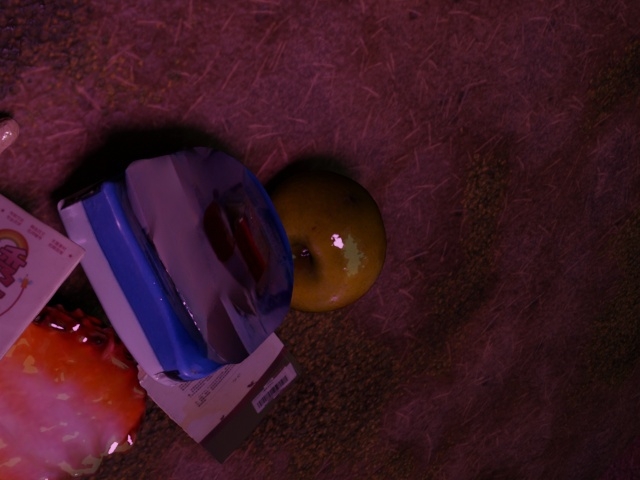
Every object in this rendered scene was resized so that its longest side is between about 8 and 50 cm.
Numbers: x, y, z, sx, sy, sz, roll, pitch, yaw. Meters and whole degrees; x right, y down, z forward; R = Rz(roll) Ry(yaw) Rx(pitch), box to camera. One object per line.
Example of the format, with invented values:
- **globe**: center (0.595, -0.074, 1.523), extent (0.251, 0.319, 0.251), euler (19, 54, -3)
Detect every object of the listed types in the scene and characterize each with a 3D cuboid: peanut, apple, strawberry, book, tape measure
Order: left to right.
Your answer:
- **book**: center (-0.382, 0.056, 1.344), extent (0.232, 0.162, 0.022), euler (-55, 176, -21)
- **peanut**: center (-0.359, -0.100, 1.379), extent (0.083, 0.037, 0.037), euler (-50, 143, -8)
- **strawberry**: center (-0.364, 0.161, 1.497), extent (0.265, 0.149, 0.336), euler (-38, 131, -2)
- **tape measure**: center (-0.159, 0.018, 1.524), extent (0.262, 0.138, 0.259), euler (-35, 103, -57)
- **book**: center (-0.142, 0.194, 1.847), extent (0.201, 0.026, 0.289), euler (-46, 142, -12)
- **apple**: center (0.000, 0.000, 1.730), extent (0.157, 0.196, 0.196), euler (-53, 156, -57)
